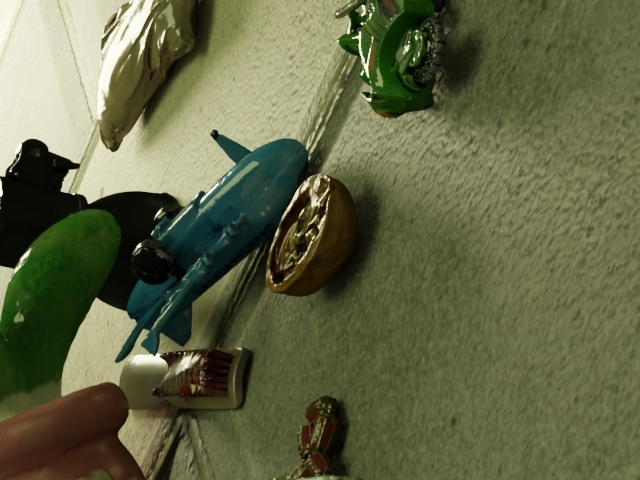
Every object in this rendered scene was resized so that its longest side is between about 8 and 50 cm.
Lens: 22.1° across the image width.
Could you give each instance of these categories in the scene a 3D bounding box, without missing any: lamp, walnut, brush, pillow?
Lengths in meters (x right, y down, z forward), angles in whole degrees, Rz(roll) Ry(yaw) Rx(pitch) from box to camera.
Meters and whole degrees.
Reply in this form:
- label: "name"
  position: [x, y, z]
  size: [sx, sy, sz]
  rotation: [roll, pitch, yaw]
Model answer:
- label: "lamp"
  position: [-0.287, -0.016, 1.797]
  size: [0.147, 0.227, 0.172]
  rotation: [-6, 71, 65]
- label: "lamp"
  position: [-0.003, 0.166, 1.321]
  size: [0.063, 0.031, 0.083]
  rotation: [-39, 39, 50]
- label: "walnut"
  position: [0.000, 0.000, 1.384]
  size: [0.121, 0.052, 0.091]
  rotation: [-54, 30, 34]
- label: "brush"
  position: [-0.155, 0.139, 1.647]
  size: [0.321, 0.050, 0.060]
  rotation: [-13, 68, 64]
- label: "pillow"
  position: [-0.206, -0.242, 1.956]
  size: [0.270, 0.067, 0.173]
  rotation: [-43, 44, 51]

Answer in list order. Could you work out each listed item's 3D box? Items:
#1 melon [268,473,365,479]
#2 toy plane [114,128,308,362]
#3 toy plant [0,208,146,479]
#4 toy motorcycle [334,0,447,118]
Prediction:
- label: "melon"
  position: [-0.022, 0.261, 1.236]
  size: [0.202, 0.093, 0.139]
  rotation: [-39, 39, 40]
- label: "toy plane"
  position: [-0.107, -0.003, 1.543]
  size: [0.271, 0.105, 0.254]
  rotation: [-55, 7, 28]
- label: "toy plant"
  position: [-0.283, 0.166, 1.622]
  size: [0.211, 0.317, 0.356]
  rotation: [-30, 80, 42]
- label: "toy motorcycle"
  position: [0.061, -0.163, 1.341]
  size: [0.190, 0.074, 0.106]
  rotation: [-114, 37, -55]
